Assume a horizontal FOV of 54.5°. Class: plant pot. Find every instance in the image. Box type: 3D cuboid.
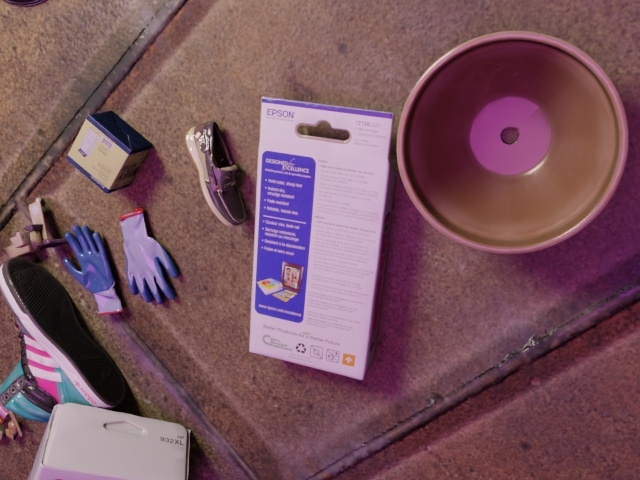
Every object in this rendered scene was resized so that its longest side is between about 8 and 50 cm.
[{"bbox_3d":[0.213,-0.113,0.703,0.238,0.110,0.237,6,110,18],"label":"plant pot"}]

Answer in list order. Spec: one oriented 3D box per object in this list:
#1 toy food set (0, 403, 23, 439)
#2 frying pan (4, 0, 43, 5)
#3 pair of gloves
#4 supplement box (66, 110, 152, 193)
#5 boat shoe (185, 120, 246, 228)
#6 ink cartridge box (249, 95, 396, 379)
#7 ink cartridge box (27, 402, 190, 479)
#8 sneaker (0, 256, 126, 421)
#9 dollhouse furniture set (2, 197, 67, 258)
[{"bbox_3d":[-0.612,0.347,1.192,0.122,0.019,0.077,-10,103,30],"label":"toy food set"},{"bbox_3d":[-0.457,-0.492,0.854,0.198,0.053,0.325,-13,105,22],"label":"frying pan"},{"bbox_3d":[-0.321,0.038,0.988,0.198,0.023,0.159,-13,100,22],"label":"pair of gloves"},{"bbox_3d":[-0.309,-0.129,0.909,0.083,0.056,0.083,40,115,4],"label":"supplement box"},{"bbox_3d":[-0.138,-0.091,0.862,0.049,0.056,0.152,-20,99,29],"label":"boat shoe"},{"bbox_3d":[0.000,0.000,0.839,0.176,0.069,0.370,11,113,17],"label":"ink cartridge box"},{"bbox_3d":[-0.372,0.438,1.028,0.223,0.129,0.307,18,116,-20],"label":"ink cartridge box"},{"bbox_3d":[-0.479,0.186,1.042,0.179,0.124,0.295,-31,96,16],"label":"sneaker"},{"bbox_3d":[-0.489,-0.019,1.003,0.115,0.091,0.081,-17,85,26],"label":"dollhouse furniture set"}]
